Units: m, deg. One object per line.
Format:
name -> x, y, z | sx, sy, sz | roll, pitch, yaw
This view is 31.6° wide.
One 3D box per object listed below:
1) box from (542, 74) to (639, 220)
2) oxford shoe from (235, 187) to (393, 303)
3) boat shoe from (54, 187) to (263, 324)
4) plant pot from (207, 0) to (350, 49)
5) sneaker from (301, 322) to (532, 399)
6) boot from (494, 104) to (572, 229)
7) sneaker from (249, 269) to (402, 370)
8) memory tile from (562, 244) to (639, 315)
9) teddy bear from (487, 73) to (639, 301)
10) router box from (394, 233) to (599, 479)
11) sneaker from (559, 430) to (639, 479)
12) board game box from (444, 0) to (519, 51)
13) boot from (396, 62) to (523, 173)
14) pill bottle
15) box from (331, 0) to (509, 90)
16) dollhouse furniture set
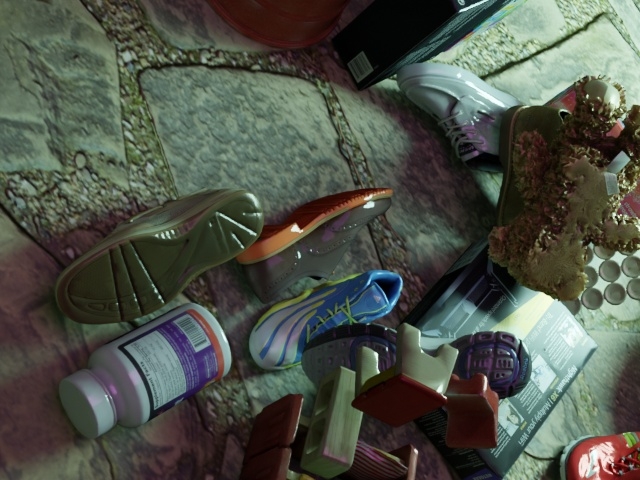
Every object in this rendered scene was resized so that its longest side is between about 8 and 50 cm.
box -> 0.465, -0.134, 1.870 | 0.257, 0.122, 0.128 | 54, 19, -3
oxford shoe -> 0.000, 0.000, 1.591 | 0.271, 0.097, 0.098 | -26, 104, -30
boat shoe -> -0.214, 0.012, 1.441 | 0.302, 0.098, 0.109 | -31, 121, -32
plant pot -> -0.014, -0.457, 1.639 | 0.272, 0.265, 0.272 | 12, 67, -28
sneaker -> 0.122, 0.172, 1.489 | 0.297, 0.129, 0.111 | 5, 79, -2
boot -> 0.347, -0.059, 1.763 | 0.112, 0.115, 0.305 | -9, 99, -42
sneaker -> 0.015, 0.094, 1.529 | 0.240, 0.126, 0.091 | -30, 88, -37
memory tile -> 0.448, 0.054, 1.822 | 0.148, 0.012, 0.113 | -14, 83, 9
teddy bear -> 0.385, -0.078, 1.675 | 0.245, 0.113, 0.338 | 12, 94, -9
router box -> 0.245, 0.168, 1.670 | 0.243, 0.081, 0.309 | 50, 54, -5
sneaker -> 0.482, 0.332, 1.730 | 0.279, 0.118, 0.107 | -9, 76, -34
board game box -> 0.284, -0.443, 1.811 | 0.142, 0.275, 0.144 | -32, 90, -36
boot -> 0.228, -0.187, 1.785 | 0.258, 0.095, 0.123 | 15, 65, -31
pill bottle -> -0.214, 0.161, 1.373 | 0.193, 0.108, 0.108 | -27, 87, -36
box -> 0.165, -0.347, 1.709 | 0.184, 0.261, 0.103 | -26, 86, -37
dollhouse furniture set -> 0.068, 0.260, 1.349 | 0.201, 0.374, 0.152 | 27, 56, -19
